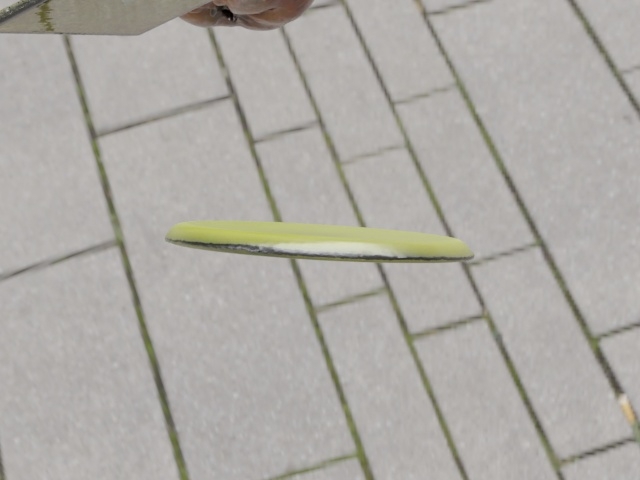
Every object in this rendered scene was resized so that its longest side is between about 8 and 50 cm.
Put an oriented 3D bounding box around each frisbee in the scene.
[{"bbox_3d":[0.000,0.000,1.110,0.236,0.236,0.017,3,93,10],"label":"frisbee"}]

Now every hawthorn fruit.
[{"bbox_3d":[-0.100,-0.391,1.904,0.235,0.263,0.231,27,25,15],"label":"hawthorn fruit"}]

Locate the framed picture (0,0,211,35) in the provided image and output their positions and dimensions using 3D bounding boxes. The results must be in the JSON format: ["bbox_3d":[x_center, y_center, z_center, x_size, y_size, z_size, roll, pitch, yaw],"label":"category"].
[{"bbox_3d":[-0.151,-0.273,1.505,0.339,0.255,0.014,-17,86,33],"label":"framed picture"}]
